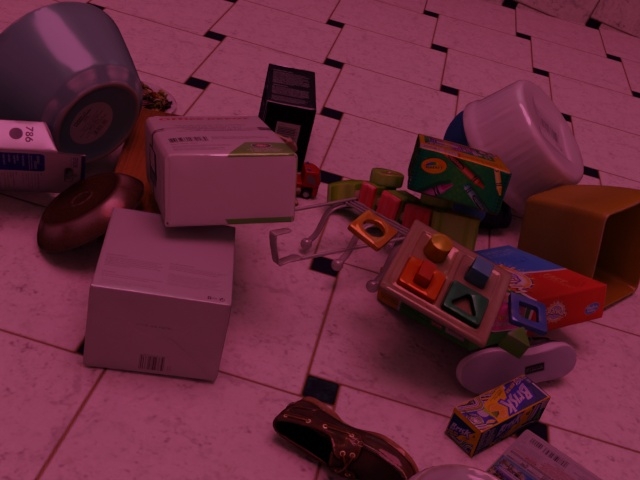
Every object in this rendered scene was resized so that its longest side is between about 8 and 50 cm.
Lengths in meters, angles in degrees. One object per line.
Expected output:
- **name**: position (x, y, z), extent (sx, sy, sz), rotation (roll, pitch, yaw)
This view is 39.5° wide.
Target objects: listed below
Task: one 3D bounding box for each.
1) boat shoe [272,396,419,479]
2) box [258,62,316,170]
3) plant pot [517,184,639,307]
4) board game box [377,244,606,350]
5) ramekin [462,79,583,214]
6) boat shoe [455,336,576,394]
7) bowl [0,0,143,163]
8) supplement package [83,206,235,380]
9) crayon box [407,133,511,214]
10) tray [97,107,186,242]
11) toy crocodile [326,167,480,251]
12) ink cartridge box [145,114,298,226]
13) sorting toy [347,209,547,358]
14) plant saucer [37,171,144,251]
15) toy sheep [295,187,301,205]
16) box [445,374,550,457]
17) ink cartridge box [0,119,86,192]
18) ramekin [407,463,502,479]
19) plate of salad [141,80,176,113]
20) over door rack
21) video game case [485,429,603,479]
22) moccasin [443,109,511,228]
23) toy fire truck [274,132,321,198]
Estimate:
- **boat shoe**: position (0.029, 0.282, 1.191), extent (0.207, 0.073, 0.073), rotation (22, 22, 28)
- **box**: position (-0.076, -0.269, 1.928), extent (0.108, 0.153, 0.207), rotation (10, 31, -8)
- **plant pot**: position (0.505, -0.004, 1.733), extent (0.212, 0.212, 0.187), rotation (-17, 32, -41)
- **board game box**: position (0.296, 0.090, 1.549), extent (0.316, 0.064, 0.242), rotation (-8, 21, -34)
- **ramekin**: position (0.435, -0.203, 1.883), extent (0.277, 0.135, 0.277), rotation (35, 38, -34)
- **boat shoe**: position (0.307, 0.194, 1.452), extent (0.228, 0.080, 0.076), rotation (-9, 16, -24)
- **bowl**: position (-0.447, -0.257, 1.623), extent (0.163, 0.312, 0.311), rotation (43, 40, 24)
- **supplement package**: position (-0.234, 0.078, 1.321), extent (0.194, 0.149, 0.203), rotation (10, 32, -9)
- **crayon box**: position (0.251, -0.129, 1.658), extent (0.165, 0.081, 0.278), rotation (16, 13, 3)
- **tray**: position (-0.281, -0.120, 1.684), extent (0.202, 0.076, 0.411), rotation (10, 31, -9)
- **toy crocodile**: position (0.155, -0.056, 1.692), extent (0.340, 0.115, 0.105), rotation (26, 21, 39)
- **ink cartridge box**: position (-0.167, -0.118, 1.423), extent (0.198, 0.115, 0.273), rotation (-3, 20, -16)
- **sorting toy**: position (0.199, 0.053, 1.368), extent (0.347, 0.047, 0.196), rotation (30, 41, 4)
- **plant saucer**: position (-0.387, -0.058, 1.474), extent (0.198, 0.036, 0.199), rotation (-18, 33, 12)
- **toy sheep**: position (-0.089, -0.094, 1.718), extent (0.132, 0.091, 0.091), rotation (2, 32, -46)
- **box**: position (0.269, 0.261, 1.343), extent (0.169, 0.054, 0.059), rotation (-14, 42, -39)
- **ink cartridge box**: position (-0.563, -0.141, 1.494), extent (0.332, 0.165, 0.065), rotation (3, 67, -16)
- **ramekin**: position (0.168, 0.369, 1.081), extent (0.207, 0.109, 0.207), rotation (11, 32, -7)
- **plate of salad**: position (-0.415, -0.322, 1.963), extent (0.199, 0.048, 0.200), rotation (11, 31, -7)
- **over door rack**: position (0.000, 0.000, 1.511), extent (0.324, 0.108, 0.239), rotation (2, 17, -33)
- **video game case**: position (0.329, 0.370, 1.229), extent (0.212, 0.023, 0.193), rotation (33, 36, 25)
- **moccasin**: position (0.341, -0.143, 1.959), extent (0.116, 0.138, 0.342), rotation (20, 46, -20)
- **toy fire truck**: position (-0.085, -0.161, 1.770), extent (0.192, 0.135, 0.047), rotation (7, 33, -13)
